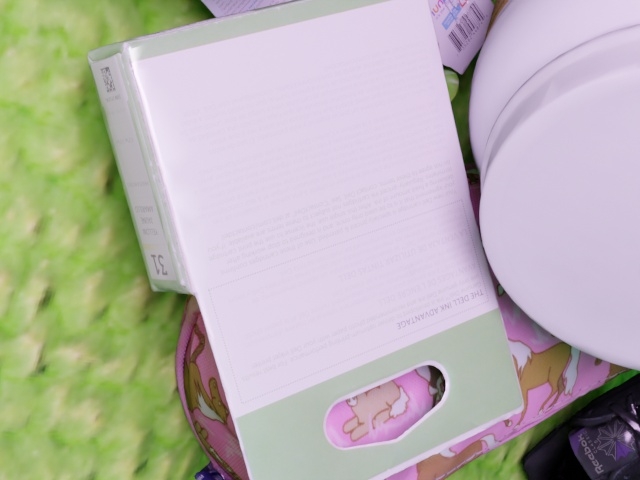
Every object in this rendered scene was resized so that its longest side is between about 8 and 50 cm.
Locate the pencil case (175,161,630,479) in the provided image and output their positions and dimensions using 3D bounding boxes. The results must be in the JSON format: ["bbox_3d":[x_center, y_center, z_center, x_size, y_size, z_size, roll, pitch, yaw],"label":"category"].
[{"bbox_3d":[0.101,0.044,0.753,0.386,0.160,0.167,-24,128,-32],"label":"pencil case"}]

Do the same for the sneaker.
[{"bbox_3d":[0.250,0.135,0.861,0.124,0.107,0.283,-15,159,-30],"label":"sneaker"}]

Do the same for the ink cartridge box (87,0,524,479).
[{"bbox_3d":[0.000,0.000,0.603,0.171,0.056,0.235,-19,101,-30],"label":"ink cartridge box"}]

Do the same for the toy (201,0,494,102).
[{"bbox_3d":[-0.007,-0.151,0.656,0.237,0.056,0.137,45,75,-35],"label":"toy"}]

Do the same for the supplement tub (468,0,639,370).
[{"bbox_3d":[0.205,-0.106,0.654,0.228,0.228,0.316,64,32,-36],"label":"supplement tub"}]
